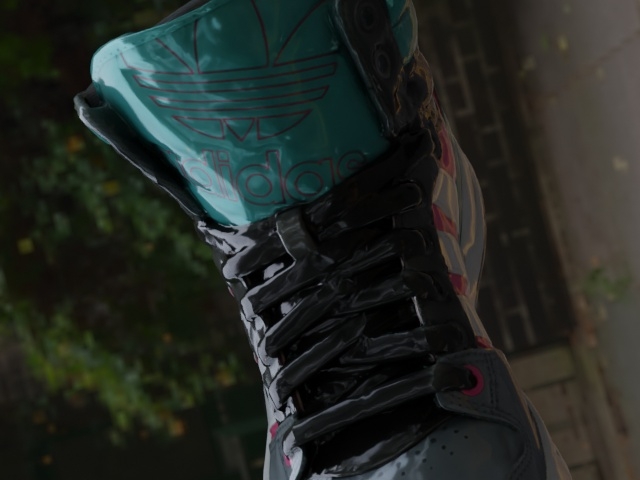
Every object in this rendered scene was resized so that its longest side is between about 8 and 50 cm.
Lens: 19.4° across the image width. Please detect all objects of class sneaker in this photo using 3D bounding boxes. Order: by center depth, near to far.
[{"bbox_3d":[0.000,0.000,0.619,0.178,0.123,0.295,56,-164,-37],"label":"sneaker"}]
